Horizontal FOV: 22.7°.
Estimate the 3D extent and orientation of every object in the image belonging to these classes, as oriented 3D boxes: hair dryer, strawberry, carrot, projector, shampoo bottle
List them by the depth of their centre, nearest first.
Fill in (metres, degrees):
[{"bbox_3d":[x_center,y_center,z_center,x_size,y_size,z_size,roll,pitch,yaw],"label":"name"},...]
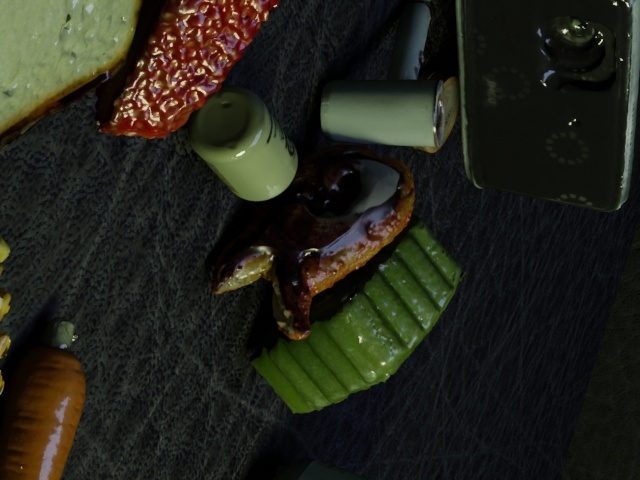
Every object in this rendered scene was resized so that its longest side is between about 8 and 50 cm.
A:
[{"bbox_3d":[-0.087,-0.210,1.265,0.188,0.106,0.286,-120,-131,-63],"label":"strawberry"},{"bbox_3d":[-0.254,0.225,1.343,0.069,0.069,0.336,45,54,-66],"label":"carrot"},{"bbox_3d":[-0.067,-0.085,1.546,0.079,0.079,0.162,-64,156,-12],"label":"shampoo bottle"},{"bbox_3d":[0.083,-0.198,1.783,0.073,0.131,0.236,80,18,-45],"label":"hair dryer"},{"bbox_3d":[0.325,-0.311,1.996,0.395,0.242,0.405,80,28,-47],"label":"projector"}]

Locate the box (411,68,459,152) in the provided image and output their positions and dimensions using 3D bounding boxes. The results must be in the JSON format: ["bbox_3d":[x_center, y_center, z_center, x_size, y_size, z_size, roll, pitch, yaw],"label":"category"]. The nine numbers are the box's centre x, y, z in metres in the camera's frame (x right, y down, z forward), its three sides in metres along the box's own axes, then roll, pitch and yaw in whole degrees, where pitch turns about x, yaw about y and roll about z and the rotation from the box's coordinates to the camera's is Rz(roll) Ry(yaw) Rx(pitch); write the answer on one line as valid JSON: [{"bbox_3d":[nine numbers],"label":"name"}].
[{"bbox_3d":[0.140,-0.163,2.002,0.105,0.037,0.105,-49,150,-42],"label":"box"}]

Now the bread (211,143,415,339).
[{"bbox_3d":[-0.005,-0.006,1.684,0.269,0.139,0.095,-50,163,-28],"label":"bread"}]

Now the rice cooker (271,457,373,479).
[{"bbox_3d":[0.045,0.413,1.920,0.316,0.317,0.264,72,37,-56],"label":"rice cooker"}]

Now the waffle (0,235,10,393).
[{"bbox_3d":[-0.315,0.099,1.189,0.238,0.059,0.243,-31,139,-61],"label":"waffle"}]

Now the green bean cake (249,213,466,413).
[{"bbox_3d":[0.040,0.083,1.770,0.214,0.113,0.200,-29,-163,51],"label":"green bean cake"}]

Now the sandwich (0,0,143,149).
[{"bbox_3d":[-0.228,-0.191,1.074,0.301,0.099,0.271,-45,152,-50],"label":"sandwich"}]
